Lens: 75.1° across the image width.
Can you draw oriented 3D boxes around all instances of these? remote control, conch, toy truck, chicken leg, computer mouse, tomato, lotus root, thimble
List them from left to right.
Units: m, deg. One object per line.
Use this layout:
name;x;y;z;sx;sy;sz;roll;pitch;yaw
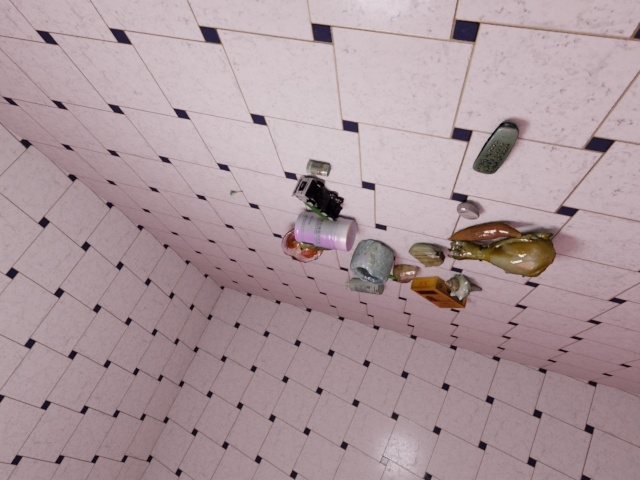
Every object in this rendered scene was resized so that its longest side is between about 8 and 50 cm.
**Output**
tomato;-0.089;-0.002;2.150;0.228;0.112;0.199;34;113;-29
toy truck;-0.007;-0.165;1.717;0.124;0.101;0.242;15;165;46
thimble;0.254;0.112;2.067;0.204;0.172;0.250;16;161;15
lotus root;0.495;0.060;1.872;0.143;0.070;0.144;41;155;-31
conch;0.696;0.240;2.090;0.137;0.115;0.234;19;170;42
computer mouse;0.524;-0.108;1.475;0.096;0.040;0.066;25;160;-36
remote control;0.484;-0.249;1.155;0.072;0.042;0.222;17;160;8
chicken leg;0.679;0.046;1.599;0.201;0.153;0.429;39;160;-34

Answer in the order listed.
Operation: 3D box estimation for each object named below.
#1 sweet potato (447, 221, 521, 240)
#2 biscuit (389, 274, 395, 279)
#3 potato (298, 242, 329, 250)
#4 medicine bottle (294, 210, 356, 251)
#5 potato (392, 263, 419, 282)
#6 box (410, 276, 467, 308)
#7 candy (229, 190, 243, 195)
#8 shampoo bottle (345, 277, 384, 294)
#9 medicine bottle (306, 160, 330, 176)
sweet potato;0.601;-0.031;1.564;0.072;0.066;0.314;39;156;-26
biscuit;0.394;0.205;2.389;0.089;0.016;0.046;24;159;-12
potato;0.000;0.000;2.051;0.225;0.090;0.118;-7;128;2
medicine bottle;0.024;-0.042;1.911;0.253;0.152;0.152;11;158;22
potato;0.436;0.182;2.195;0.100;0.089;0.172;26;160;-10
box;0.651;0.289;2.293;0.274;0.076;0.174;32;155;-29
candy;-0.404;-0.230;2.006;0.083;0.023;0.025;-3;-167;33
shampoo bottle;0.266;0.283;2.601;0.262;0.085;0.085;3;154;38
medicine bottle;-0.008;-0.264;1.538;0.083;0.047;0.047;13;158;14
